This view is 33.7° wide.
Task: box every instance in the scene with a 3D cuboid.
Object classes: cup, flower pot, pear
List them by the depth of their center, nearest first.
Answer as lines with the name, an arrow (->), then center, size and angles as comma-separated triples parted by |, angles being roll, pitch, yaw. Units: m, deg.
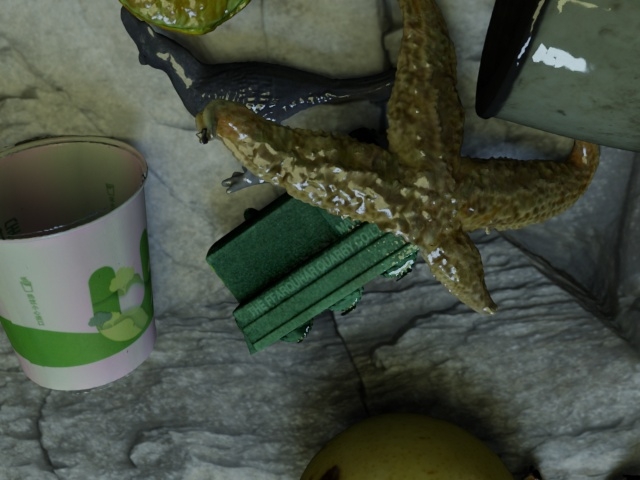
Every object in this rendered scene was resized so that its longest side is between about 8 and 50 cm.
flower pot -> 0.352, -0.224, 1.056 | 0.330, 0.293, 0.293 | 15, 119, -2
cup -> -0.329, 0.034, 1.361 | 0.253, 0.253, 0.274 | 3, 124, 11
pear -> 0.116, 0.409, 1.405 | 0.348, 0.348, 0.348 | 5, 117, 10

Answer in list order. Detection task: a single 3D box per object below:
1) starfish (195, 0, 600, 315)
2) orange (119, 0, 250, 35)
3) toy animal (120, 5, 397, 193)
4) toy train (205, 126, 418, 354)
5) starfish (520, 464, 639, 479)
starfish -> 0.112, -0.118, 1.180 | 0.432, 0.082, 0.324 | 36, 79, -13
orange -> -0.128, -0.347, 1.160 | 0.179, 0.158, 0.237 | 29, 116, -10
toy animal -> -0.072, -0.156, 1.290 | 0.367, 0.081, 0.205 | 11, 120, 2
toy train -> 0.000, 0.000, 1.328 | 0.330, 0.138, 0.178 | -34, 99, 25
starfish -> 0.421, 0.434, 1.467 | 0.312, 0.113, 0.303 | 10, 119, 10
